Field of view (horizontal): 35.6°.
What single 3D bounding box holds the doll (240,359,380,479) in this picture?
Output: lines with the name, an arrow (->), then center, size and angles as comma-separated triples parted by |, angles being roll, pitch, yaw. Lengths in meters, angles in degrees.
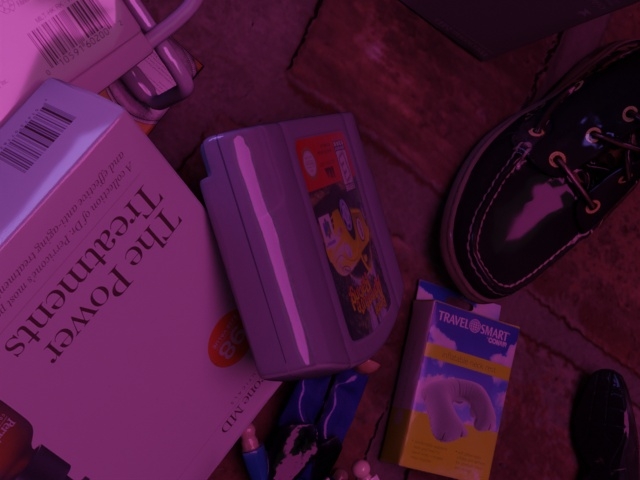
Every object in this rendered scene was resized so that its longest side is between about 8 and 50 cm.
doll -> -0.017, 0.182, 0.876 | 0.129, 0.046, 0.189 | 28, 80, -33

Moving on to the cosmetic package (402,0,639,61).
cosmetic package -> 0.191, -0.260, 0.915 | 0.127, 0.238, 0.107 | 31, 70, -20

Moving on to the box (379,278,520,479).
box -> 0.127, 0.136, 0.959 | 0.109, 0.042, 0.178 | 19, 78, -26

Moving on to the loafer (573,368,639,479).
loafer -> 0.304, 0.219, 1.044 | 0.061, 0.062, 0.170 | 5, 87, -50

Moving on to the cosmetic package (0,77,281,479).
cosmetic package -> -0.201, 0.127, 0.671 | 0.377, 0.097, 0.284 | -52, 140, -15

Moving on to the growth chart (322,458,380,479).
growth chart -> -0.026, 0.291, 0.841 | 0.237, 0.021, 0.172 | -22, 105, -13

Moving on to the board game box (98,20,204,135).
board game box -> -0.235, -0.159, 0.790 | 0.243, 0.042, 0.165 | 42, 69, -19

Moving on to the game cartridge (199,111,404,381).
game cartridge -> 0.000, 0.000, 0.794 | 0.294, 0.060, 0.196 | -32, 109, -71

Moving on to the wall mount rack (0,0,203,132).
wall mount rack -> -0.261, -0.164, 0.687 | 0.350, 0.130, 0.304 | -42, 109, -24

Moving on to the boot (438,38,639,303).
boot -> 0.301, -0.091, 0.930 | 0.377, 0.284, 0.138 | -41, 105, -25
